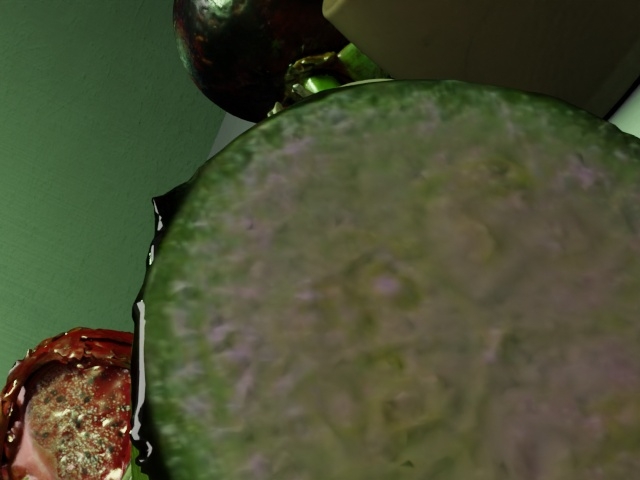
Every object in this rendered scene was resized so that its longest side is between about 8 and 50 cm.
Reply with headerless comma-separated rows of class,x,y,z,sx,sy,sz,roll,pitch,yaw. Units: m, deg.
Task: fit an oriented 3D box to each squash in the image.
squash,0.053,0.130,0.702,0.309,0.310,0.310,100,-174,-55

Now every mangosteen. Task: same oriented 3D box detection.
mangosteen,-0.045,-0.273,1.881,0.306,0.306,0.359,127,143,-48

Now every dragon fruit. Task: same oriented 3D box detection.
dragon fruit,-0.254,0.244,1.709,0.295,0.295,0.302,-62,-17,15

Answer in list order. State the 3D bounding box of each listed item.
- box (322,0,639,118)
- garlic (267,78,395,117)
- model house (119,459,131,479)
box,0.148,-0.236,1.075,0.301,0.216,0.301,-58,14,24
garlic,0.051,-0.075,1.336,0.229,0.178,0.143,-47,-41,-58
model house,-0.095,0.191,1.463,0.244,0.169,0.326,128,166,-74
